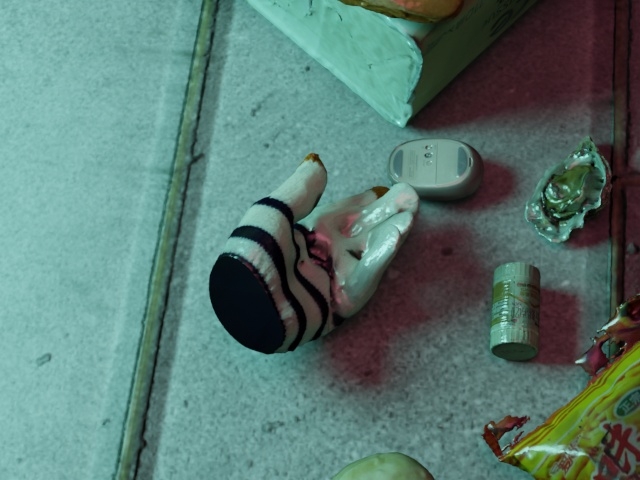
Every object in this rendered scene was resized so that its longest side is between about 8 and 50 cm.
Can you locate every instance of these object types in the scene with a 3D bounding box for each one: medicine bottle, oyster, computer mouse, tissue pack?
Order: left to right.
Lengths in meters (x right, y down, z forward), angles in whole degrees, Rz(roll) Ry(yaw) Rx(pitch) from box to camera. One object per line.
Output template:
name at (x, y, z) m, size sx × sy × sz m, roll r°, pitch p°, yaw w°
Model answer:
tissue pack at (0.110, -0.369, 1.493) m, size 0.332 × 0.205 × 0.405 m, roll 42°, pitch 70°, yaw 15°
computer mouse at (0.115, -0.068, 1.434) m, size 0.096 × 0.039 × 0.066 m, roll 0°, pitch 62°, yaw 11°
medicine bottle at (0.185, 0.067, 1.355) m, size 0.047 × 0.047 × 0.083 m, roll 5°, pitch 63°, yaw 4°
oyster at (0.249, -0.046, 1.426) m, size 0.100 × 0.037 × 0.098 m, roll -35°, pitch 46°, yaw 7°

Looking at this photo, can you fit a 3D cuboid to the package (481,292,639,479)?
package at (0.312, 0.204, 1.252) m, size 0.223 × 0.108 × 0.288 m, roll -37°, pitch 60°, yaw -10°

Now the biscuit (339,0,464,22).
biscuit at (0.113, -0.282, 1.325) m, size 0.186 × 0.036 × 0.192 m, roll 21°, pitch 70°, yaw 4°

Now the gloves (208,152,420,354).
gloves at (-0.002, 0.013, 1.362) m, size 0.140 × 0.131 × 0.218 m, roll 36°, pitch 39°, yaw 20°

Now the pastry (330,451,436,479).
pastry at (0.062, 0.254, 1.208) m, size 0.092 × 0.156 × 0.156 m, roll -24°, pitch 64°, yaw -17°
